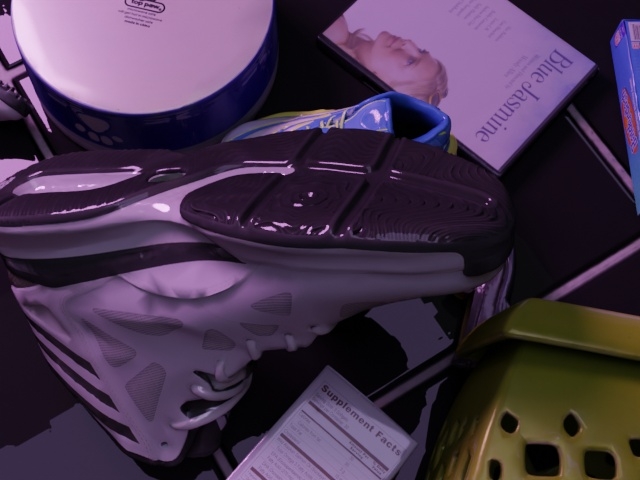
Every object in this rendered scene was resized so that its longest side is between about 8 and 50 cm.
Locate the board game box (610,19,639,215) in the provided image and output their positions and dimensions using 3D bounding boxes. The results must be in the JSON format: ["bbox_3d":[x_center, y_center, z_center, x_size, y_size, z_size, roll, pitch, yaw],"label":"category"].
[{"bbox_3d":[0.398,-0.130,1.015,0.160,0.047,0.210,0,68,-2],"label":"board game box"}]

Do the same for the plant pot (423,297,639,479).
[{"bbox_3d":[0.209,0.166,0.779,0.228,0.227,0.207,11,78,0],"label":"plant pot"}]

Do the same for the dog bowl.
[{"bbox_3d":[-0.175,-0.218,1.002,0.264,0.104,0.265,1,69,-2],"label":"dog bowl"}]

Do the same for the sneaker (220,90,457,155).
[{"bbox_3d":[0.018,-0.106,0.951,0.240,0.126,0.091,-2,68,-3],"label":"sneaker"}]

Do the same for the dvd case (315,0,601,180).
[{"bbox_3d":[0.146,-0.198,1.048,0.253,0.022,0.180,40,72,13],"label":"dvd case"}]

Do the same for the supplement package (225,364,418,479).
[{"bbox_3d":[-0.015,0.215,0.834,0.105,0.105,0.179,39,72,13],"label":"supplement package"}]

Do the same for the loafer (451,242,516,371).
[{"bbox_3d":[0.154,0.043,0.933,0.061,0.062,0.170,1,68,2],"label":"loafer"}]

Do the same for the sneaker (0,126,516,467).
[{"bbox_3d":[-0.052,0.058,0.806,0.447,0.258,0.169,1,30,24],"label":"sneaker"}]

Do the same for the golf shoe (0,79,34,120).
[{"bbox_3d":[-0.388,-0.130,0.984,0.198,0.077,0.094,11,79,10],"label":"golf shoe"}]
